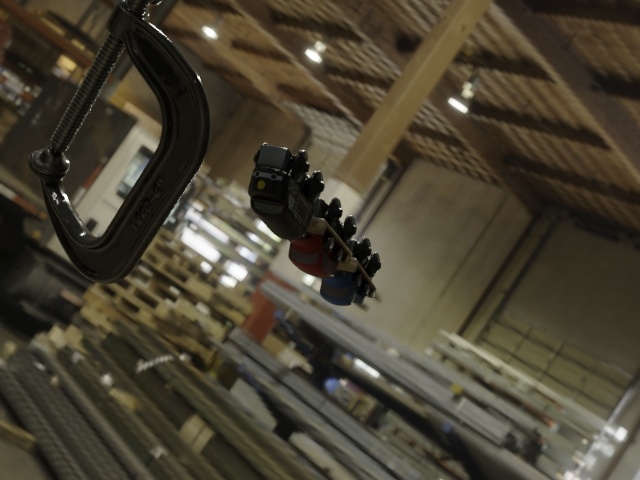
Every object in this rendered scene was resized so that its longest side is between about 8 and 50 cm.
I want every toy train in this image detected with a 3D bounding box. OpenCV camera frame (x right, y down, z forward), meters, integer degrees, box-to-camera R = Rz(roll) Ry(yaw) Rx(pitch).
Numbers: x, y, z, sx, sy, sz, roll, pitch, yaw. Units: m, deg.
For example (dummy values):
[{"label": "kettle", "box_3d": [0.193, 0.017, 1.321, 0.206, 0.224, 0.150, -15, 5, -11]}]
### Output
[{"label": "toy train", "box_3d": [0.000, 0.000, 0.501, 0.027, 0.036, 0.158, 11, -17, 22]}]

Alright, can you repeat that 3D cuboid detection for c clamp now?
[{"label": "c clamp", "box_3d": [-0.109, -0.063, 0.524, 0.137, 0.161, 0.022, 47, 32, 23]}]
